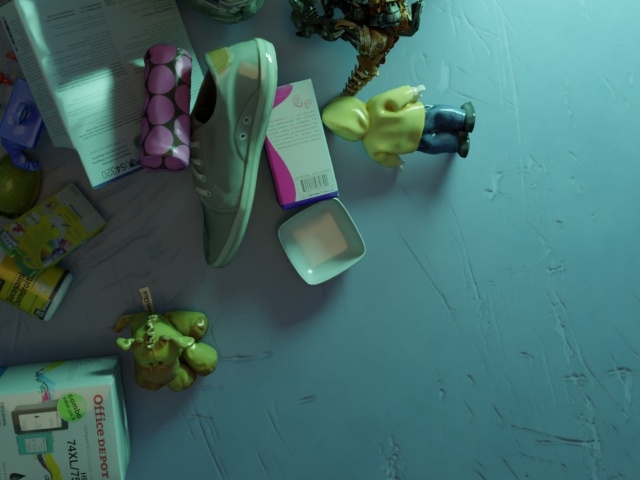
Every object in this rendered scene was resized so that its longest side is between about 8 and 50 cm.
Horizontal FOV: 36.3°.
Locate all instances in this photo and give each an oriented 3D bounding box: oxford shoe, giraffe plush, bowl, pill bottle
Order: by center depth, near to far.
[{"bbox_3d":[-0.178,-0.149,1.719,0.130,0.169,0.449,0,126,-19],"label":"oxford shoe"},{"bbox_3d":[-0.555,0.065,1.787,0.184,0.103,0.103,28,93,-9],"label":"pill bottle"},{"bbox_3d":[-0.291,0.196,1.801,0.181,0.170,0.210,-31,100,-2],"label":"giraffe plush"},{"bbox_3d":[0.000,0.000,1.869,0.142,0.053,0.142,-30,100,-3],"label":"bowl"}]

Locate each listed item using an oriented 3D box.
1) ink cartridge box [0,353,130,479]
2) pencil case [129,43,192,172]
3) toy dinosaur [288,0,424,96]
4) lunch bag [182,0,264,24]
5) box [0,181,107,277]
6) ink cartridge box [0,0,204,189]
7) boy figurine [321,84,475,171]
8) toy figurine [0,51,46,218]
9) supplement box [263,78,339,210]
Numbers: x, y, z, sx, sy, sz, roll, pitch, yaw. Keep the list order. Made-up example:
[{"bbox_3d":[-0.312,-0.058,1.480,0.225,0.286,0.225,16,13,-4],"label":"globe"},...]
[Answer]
[{"bbox_3d":[-0.495,0.337,1.782,0.270,0.197,0.198,-6,98,-6],"label":"ink cartridge box"},{"bbox_3d":[-0.265,-0.219,1.647,0.095,0.098,0.209,7,76,-18],"label":"pencil case"},{"bbox_3d":[0.069,-0.392,1.735,0.218,0.164,0.322,28,114,16],"label":"toy dinosaur"},{"bbox_3d":[-0.179,-0.492,1.621,0.212,0.305,0.256,-32,98,-1],"label":"lunch bag"},{"bbox_3d":[-0.489,-0.014,1.765,0.105,0.043,0.179,50,56,1],"label":"box"},{"bbox_3d":[-0.349,-0.286,1.687,0.324,0.071,0.330,-30,106,-44],"label":"ink cartridge box"},{"bbox_3d":[0.142,-0.211,1.838,0.285,0.092,0.177,3,123,-4],"label":"boy figurine"},{"bbox_3d":[-0.539,-0.208,1.688,0.191,0.217,0.362,23,96,-15],"label":"toy figurine"},{"bbox_3d":[-0.049,-0.179,1.810,0.111,0.114,0.220,-14,100,-4],"label":"supplement box"}]
